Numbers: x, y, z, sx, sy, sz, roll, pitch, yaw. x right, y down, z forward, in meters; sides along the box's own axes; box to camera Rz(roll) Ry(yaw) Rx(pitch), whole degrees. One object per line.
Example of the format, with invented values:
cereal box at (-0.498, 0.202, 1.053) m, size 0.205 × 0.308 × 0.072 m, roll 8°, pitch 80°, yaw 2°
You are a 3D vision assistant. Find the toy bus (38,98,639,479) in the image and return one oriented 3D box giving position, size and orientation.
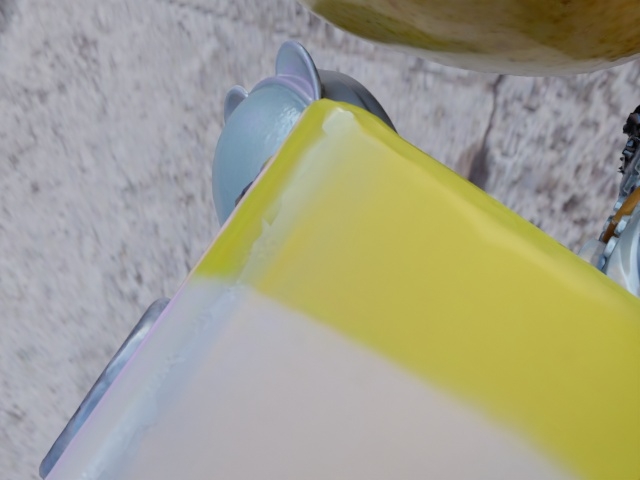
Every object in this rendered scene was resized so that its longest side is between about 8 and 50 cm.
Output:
toy bus at (-0.052, 0.197, 0.543) m, size 0.209 × 0.249 × 0.440 m, roll 36°, pitch 78°, yaw -2°

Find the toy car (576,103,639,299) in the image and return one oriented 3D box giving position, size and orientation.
toy car at (0.204, 0.005, 1.061) m, size 0.118 × 0.193 × 0.301 m, roll 26°, pitch 49°, yaw 6°

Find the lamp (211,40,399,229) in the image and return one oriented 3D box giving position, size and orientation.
lamp at (-0.002, 0.002, 1.191) m, size 0.108 × 0.179 × 0.246 m, roll -21°, pitch 87°, yaw -21°

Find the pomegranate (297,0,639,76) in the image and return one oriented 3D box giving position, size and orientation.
pomegranate at (0.123, -0.297, 1.068) m, size 0.416 × 0.417 × 0.417 m, roll 0°, pitch 77°, yaw 0°
